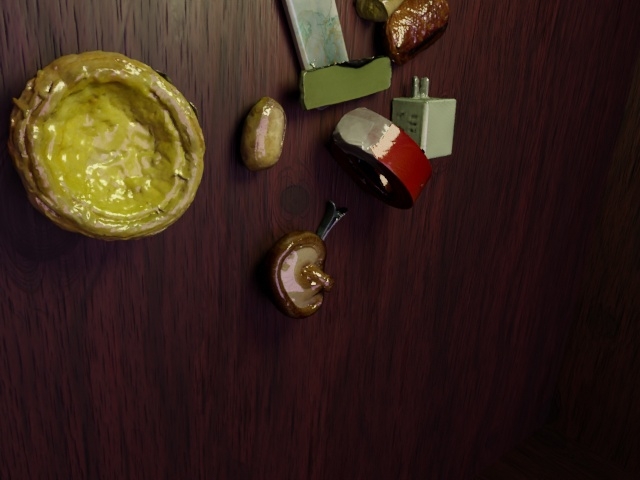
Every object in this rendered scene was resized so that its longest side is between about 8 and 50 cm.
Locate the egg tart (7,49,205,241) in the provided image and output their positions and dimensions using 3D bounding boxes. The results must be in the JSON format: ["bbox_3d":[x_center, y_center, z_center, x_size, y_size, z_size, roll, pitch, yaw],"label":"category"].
[{"bbox_3d":[-0.385,-0.170,0.888,0.345,0.132,0.345,-17,117,-36],"label":"egg tart"}]

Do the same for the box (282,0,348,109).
[{"bbox_3d":[-0.001,-0.473,1.164,0.142,0.044,0.285,-39,128,-28],"label":"box"}]

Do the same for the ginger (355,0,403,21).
[{"bbox_3d":[0.198,-0.667,1.214,0.263,0.109,0.116,-49,129,-7],"label":"ginger"}]

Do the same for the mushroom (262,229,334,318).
[{"bbox_3d":[-0.069,0.086,1.265,0.194,0.138,0.231,12,86,-25],"label":"mushroom"}]

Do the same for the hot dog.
[{"bbox_3d":[0.246,-0.570,1.296,0.227,0.099,0.160,-39,127,-22],"label":"hot dog"}]

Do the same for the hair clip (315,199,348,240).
[{"bbox_3d":[0.000,0.000,1.353,0.070,0.039,0.229,22,96,-43],"label":"hair clip"}]

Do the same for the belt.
[{"bbox_3d":[0.162,-0.213,1.273,0.324,0.227,0.115,42,76,-43],"label":"belt"}]

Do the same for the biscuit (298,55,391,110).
[{"bbox_3d":[0.068,-0.400,1.200,0.322,0.038,0.099,-27,127,-37],"label":"biscuit"}]

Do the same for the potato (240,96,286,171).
[{"bbox_3d":[-0.133,-0.243,1.110,0.107,0.080,0.170,-1,102,-39],"label":"potato"}]

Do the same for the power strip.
[{"bbox_3d":[0.297,-0.357,1.393,0.139,0.140,0.224,-15,116,-35],"label":"power strip"}]
